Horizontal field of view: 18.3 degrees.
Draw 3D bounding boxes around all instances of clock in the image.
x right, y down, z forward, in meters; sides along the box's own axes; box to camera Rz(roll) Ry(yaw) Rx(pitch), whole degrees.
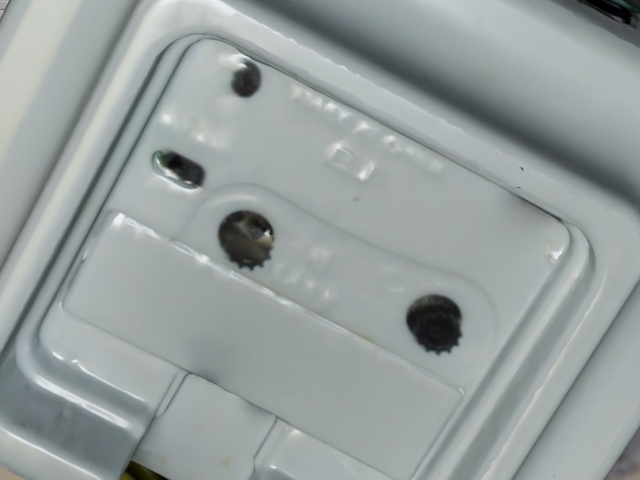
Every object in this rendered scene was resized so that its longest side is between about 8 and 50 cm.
[{"bbox_3d":[0.000,0.000,0.677,0.262,0.116,0.231,28,113,-8],"label":"clock"}]

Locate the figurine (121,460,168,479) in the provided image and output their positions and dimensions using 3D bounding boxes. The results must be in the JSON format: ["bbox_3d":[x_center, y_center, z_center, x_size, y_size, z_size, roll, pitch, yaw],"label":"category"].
[{"bbox_3d":[0.044,0.211,0.729,0.315,0.187,0.168,14,126,14],"label":"figurine"}]

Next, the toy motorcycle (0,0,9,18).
[{"bbox_3d":[-0.188,-0.055,0.798,0.254,0.112,0.112,-8,101,23],"label":"toy motorcycle"}]
